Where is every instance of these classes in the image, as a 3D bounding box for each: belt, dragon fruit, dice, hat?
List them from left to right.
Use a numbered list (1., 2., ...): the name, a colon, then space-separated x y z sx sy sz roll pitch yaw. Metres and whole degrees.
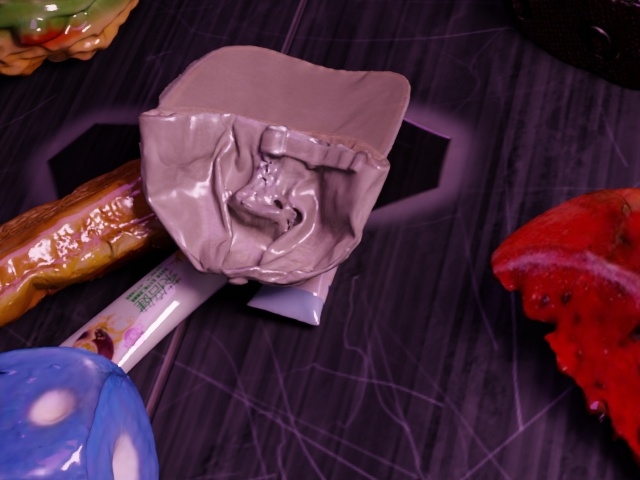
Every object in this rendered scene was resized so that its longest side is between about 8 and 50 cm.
1. dice: -0.209 0.172 1.256 0.146 0.146 0.143 -3 42 14
2. hat: -0.029 -0.065 1.442 0.214 0.149 0.245 14 21 15
3. belt: 0.275 -0.263 1.558 0.289 0.164 0.184 29 67 38
4. dragon fruit: 0.310 0.049 1.239 0.282 0.100 0.343 -25 53 -18

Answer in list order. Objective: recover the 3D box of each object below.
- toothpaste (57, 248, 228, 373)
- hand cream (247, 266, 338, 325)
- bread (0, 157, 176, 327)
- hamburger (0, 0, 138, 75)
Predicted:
1. toothpaste: -0.123 0.041 1.445 0.314 0.056 0.058 -41 5 -23
2. hand cream: 0.000 0.000 1.451 0.065 0.043 0.170 15 52 17
3. bread: -0.234 0.016 1.455 0.271 0.077 0.139 -29 14 -16
4. hamburger: -0.291 -0.258 1.733 0.237 0.149 0.237 -7 35 5
